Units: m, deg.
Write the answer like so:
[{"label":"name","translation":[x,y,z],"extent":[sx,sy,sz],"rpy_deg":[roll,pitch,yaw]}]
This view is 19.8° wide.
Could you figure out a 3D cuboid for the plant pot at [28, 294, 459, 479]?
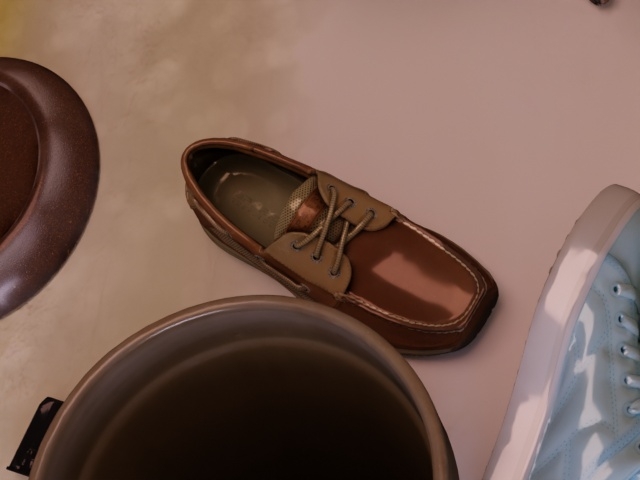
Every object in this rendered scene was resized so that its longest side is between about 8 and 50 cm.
[{"label":"plant pot","translation":[-0.030,0.244,1.426],"extent":[0.323,0.280,0.323],"rpy_deg":[-8,60,14]}]

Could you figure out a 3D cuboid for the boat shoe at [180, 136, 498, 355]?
[{"label":"boat shoe","translation":[0.000,0.000,1.625],"extent":[0.324,0.120,0.122],"rpy_deg":[24,79,29]}]

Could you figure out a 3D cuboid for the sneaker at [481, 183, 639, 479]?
[{"label":"sneaker","translation":[0.233,0.140,1.475],"extent":[0.150,0.135,0.365],"rpy_deg":[16,83,19]}]

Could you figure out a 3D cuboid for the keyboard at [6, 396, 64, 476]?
[{"label":"keyboard","translation":[-0.201,0.213,1.671],"extent":[0.180,0.023,0.108],"rpy_deg":[13,67,27]}]

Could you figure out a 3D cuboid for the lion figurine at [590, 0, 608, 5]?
[{"label":"lion figurine","translation":[0.395,-0.268,1.575],"extent":[0.240,0.142,0.392],"rpy_deg":[-45,55,-10]}]

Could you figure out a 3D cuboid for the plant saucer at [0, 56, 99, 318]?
[{"label":"plant saucer","translation":[-0.371,-0.056,1.844],"extent":[0.311,0.050,0.310],"rpy_deg":[-9,64,18]}]
